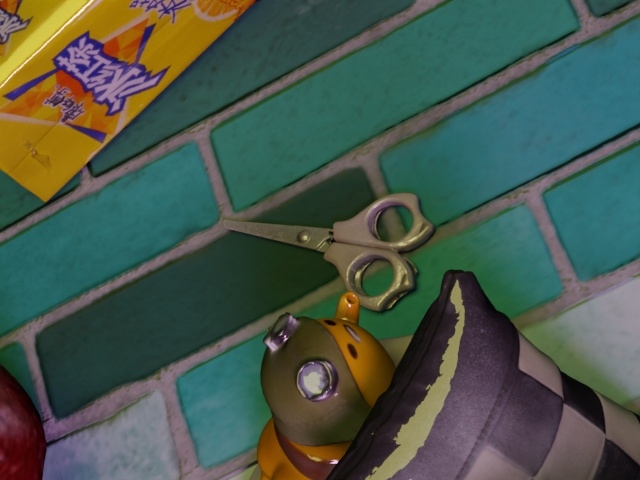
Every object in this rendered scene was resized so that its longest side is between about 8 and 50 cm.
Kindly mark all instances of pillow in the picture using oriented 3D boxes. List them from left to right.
[{"bbox_3d":[0.123,0.155,1.190,0.186,0.250,0.106,-58,31,-8],"label":"pillow"}]

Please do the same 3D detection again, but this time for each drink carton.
[{"bbox_3d":[-0.174,-0.209,1.537,0.351,0.154,0.111,-43,56,4],"label":"drink carton"}]

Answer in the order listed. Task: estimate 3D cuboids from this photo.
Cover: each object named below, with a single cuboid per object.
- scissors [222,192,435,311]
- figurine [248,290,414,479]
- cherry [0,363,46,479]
[{"bbox_3d":[0.000,0.000,1.444,0.189,0.015,0.100,9,71,32],"label":"scissors"},{"bbox_3d":[-0.009,0.143,1.271,0.250,0.141,0.166,-49,46,18],"label":"figurine"},{"bbox_3d":[-0.337,0.185,1.417,0.300,0.203,0.230,10,80,38],"label":"cherry"}]
